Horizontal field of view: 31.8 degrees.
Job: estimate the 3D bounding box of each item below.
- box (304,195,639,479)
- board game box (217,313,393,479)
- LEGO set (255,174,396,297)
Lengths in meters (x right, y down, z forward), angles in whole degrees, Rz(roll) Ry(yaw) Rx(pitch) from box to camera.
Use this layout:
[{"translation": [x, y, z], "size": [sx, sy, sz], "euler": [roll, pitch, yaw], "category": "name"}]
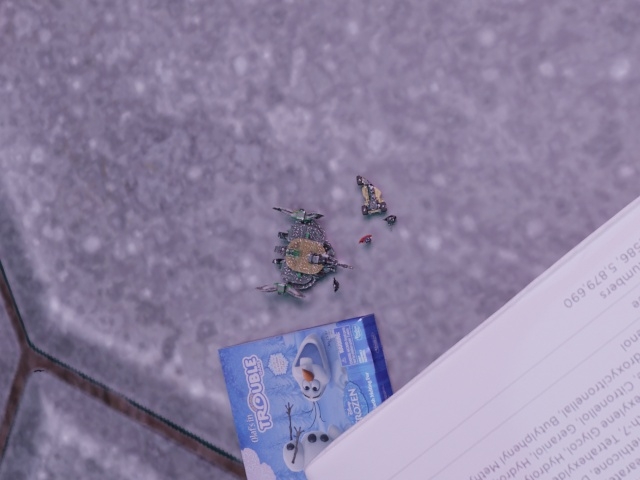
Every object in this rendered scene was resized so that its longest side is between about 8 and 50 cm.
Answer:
[{"translation": [0.122, 0.071, 0.452], "size": [0.182, 0.181, 0.119], "euler": [-42, 76, 21], "category": "box"}, {"translation": [-0.004, 0.092, 0.599], "size": [0.090, 0.020, 0.090], "euler": [-15, 87, 26], "category": "board game box"}, {"translation": [0.002, 0.002, 0.594], "size": [0.083, 0.023, 0.054], "euler": [-20, 87, 11], "category": "LEGO set"}]
